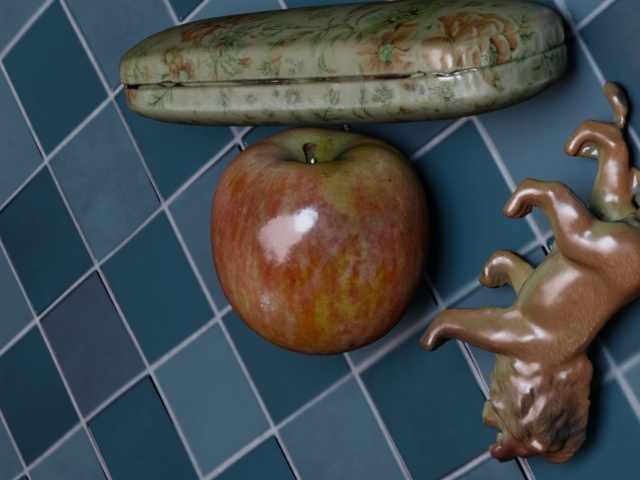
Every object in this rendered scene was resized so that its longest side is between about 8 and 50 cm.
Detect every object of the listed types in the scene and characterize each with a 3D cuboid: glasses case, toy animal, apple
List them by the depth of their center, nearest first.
[{"bbox_3d":[0.195,0.047,1.429,0.157,0.097,0.312,40,121,15],"label":"toy animal"},{"bbox_3d":[0.009,-0.147,1.501,0.425,0.156,0.098,2,107,42],"label":"glasses case"},{"bbox_3d":[0.000,0.000,1.520,0.188,0.188,0.174,21,125,38],"label":"apple"}]
